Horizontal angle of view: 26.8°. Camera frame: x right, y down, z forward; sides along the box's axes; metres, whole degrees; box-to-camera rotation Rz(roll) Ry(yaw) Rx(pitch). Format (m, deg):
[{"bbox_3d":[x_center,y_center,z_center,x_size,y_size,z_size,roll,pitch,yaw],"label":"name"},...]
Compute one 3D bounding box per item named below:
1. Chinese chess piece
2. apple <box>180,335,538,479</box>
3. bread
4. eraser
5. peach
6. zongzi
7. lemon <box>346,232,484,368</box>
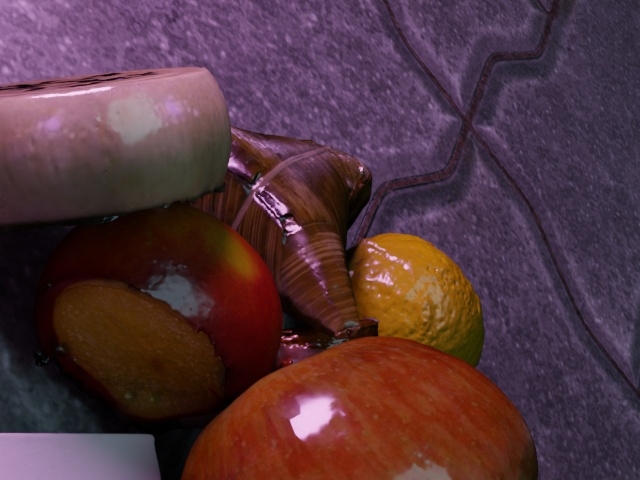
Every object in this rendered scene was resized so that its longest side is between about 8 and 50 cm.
[{"bbox_3d":[-0.200,-0.078,1.092,0.257,0.257,0.104,-21,109,-56],"label":"Chinese chess piece"},{"bbox_3d":[0.024,0.204,1.101,0.250,0.277,0.309,40,15,-3],"label":"apple"},{"bbox_3d":[-0.019,0.118,1.295,0.160,0.161,0.073,-4,87,-54],"label":"bread"},{"bbox_3d":[-0.250,0.191,1.002,0.298,0.076,0.078,10,61,-50],"label":"eraser"},{"bbox_3d":[-0.139,0.066,1.140,0.226,0.190,0.196,4,109,-60],"label":"peach"},{"bbox_3d":[0.000,0.000,1.336,0.288,0.134,0.286,40,22,28],"label":"zongzi"},{"bbox_3d":[0.086,0.086,1.435,0.180,0.181,0.193,-68,162,-49],"label":"lemon"}]
